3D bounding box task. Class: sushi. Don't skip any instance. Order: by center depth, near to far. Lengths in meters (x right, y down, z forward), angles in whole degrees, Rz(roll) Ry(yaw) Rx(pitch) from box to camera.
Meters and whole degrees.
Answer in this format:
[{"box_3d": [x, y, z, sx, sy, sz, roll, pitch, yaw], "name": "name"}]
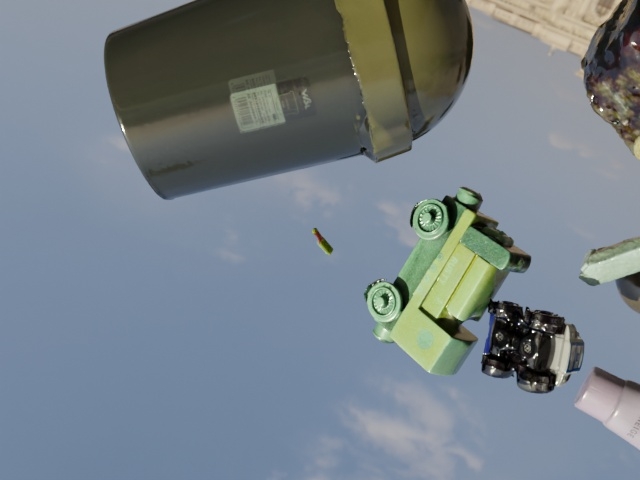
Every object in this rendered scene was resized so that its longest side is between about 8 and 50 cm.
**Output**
[{"box_3d": [0.616, -0.320, 1.174, 0.281, 0.294, 0.300, -29, -102, -18], "name": "sushi"}]

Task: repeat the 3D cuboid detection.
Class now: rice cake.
[{"box_3d": [0.610, 0.029, 1.398, 0.063, 0.206, 0.069, 54, -140, -12], "name": "rice cake"}]

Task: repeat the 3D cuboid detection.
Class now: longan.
[{"box_3d": [0.773, 0.087, 1.628, 0.159, 0.204, 0.185, -12, -115, -20], "name": "longan"}]

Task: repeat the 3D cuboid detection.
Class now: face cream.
[{"box_3d": [0.628, 0.344, 1.349, 0.273, 0.154, 0.096, 27, -165, 17], "name": "face cream"}]

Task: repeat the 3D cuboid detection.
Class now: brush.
[{"box_3d": [0.000, 0.000, 1.576, 0.021, 0.083, 0.019, 12, -120, 43], "name": "brush"}]

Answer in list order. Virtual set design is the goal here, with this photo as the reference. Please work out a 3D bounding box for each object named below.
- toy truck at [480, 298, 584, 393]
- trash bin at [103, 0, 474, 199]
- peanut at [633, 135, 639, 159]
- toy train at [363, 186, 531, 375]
[{"box_3d": [0.435, 0.210, 1.447, 0.176, 0.161, 0.213, 6, -175, -38], "name": "toy truck"}, {"box_3d": [-0.017, -0.165, 0.694, 0.333, 0.214, 0.214, -17, -148, 7], "name": "trash bin"}, {"box_3d": [0.384, -0.121, 0.799, 0.037, 0.083, 0.037, 18, -135, -18], "name": "peanut"}, {"box_3d": [0.270, 0.089, 1.539, 0.160, 0.397, 0.253, 13, -159, -49], "name": "toy train"}]
